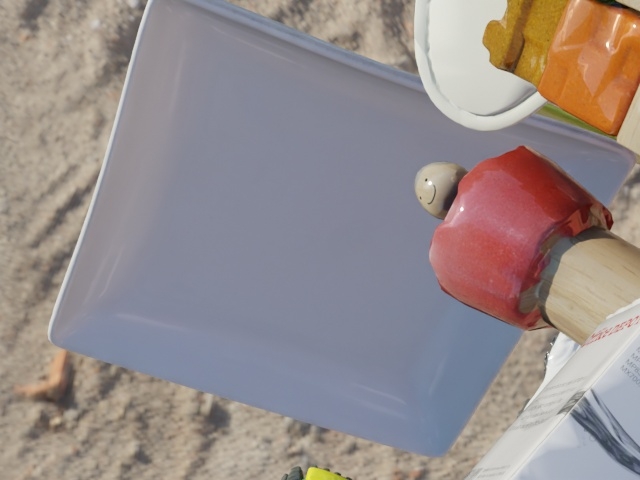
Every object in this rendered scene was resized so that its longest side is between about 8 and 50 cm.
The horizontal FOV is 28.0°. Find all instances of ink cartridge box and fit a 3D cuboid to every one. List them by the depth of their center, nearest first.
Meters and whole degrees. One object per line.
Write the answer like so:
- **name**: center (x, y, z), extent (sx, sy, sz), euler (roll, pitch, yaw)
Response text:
- **ink cartridge box**: center (0.095, 0.088, 0.473), extent (0.056, 0.099, 0.135), euler (43, 79, 6)

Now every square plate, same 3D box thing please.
- **square plate**: center (0.000, 0.000, 0.955), extent (0.344, 0.347, 0.049), euler (18, 39, -10)

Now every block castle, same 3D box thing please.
- **block castle**: center (0.239, -0.152, 0.625), extent (0.213, 0.303, 0.453), euler (36, 117, 36)

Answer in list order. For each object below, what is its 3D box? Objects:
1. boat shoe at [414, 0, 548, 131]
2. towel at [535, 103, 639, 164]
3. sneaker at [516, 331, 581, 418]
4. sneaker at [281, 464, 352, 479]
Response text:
- **boat shoe**: center (0.146, -0.204, 0.658), extent (0.116, 0.099, 0.319), euler (29, 116, 20)
- **towel**: center (0.336, -0.118, 1.482), extent (0.237, 0.102, 0.021), euler (23, 90, -2)
- **sneaker**: center (0.295, 0.212, 1.500), extent (0.108, 0.100, 0.271), euler (17, 66, 27)
- **sneaker**: center (0.089, 0.464, 1.927), extent (0.343, 0.146, 0.134), euler (16, 125, 0)
